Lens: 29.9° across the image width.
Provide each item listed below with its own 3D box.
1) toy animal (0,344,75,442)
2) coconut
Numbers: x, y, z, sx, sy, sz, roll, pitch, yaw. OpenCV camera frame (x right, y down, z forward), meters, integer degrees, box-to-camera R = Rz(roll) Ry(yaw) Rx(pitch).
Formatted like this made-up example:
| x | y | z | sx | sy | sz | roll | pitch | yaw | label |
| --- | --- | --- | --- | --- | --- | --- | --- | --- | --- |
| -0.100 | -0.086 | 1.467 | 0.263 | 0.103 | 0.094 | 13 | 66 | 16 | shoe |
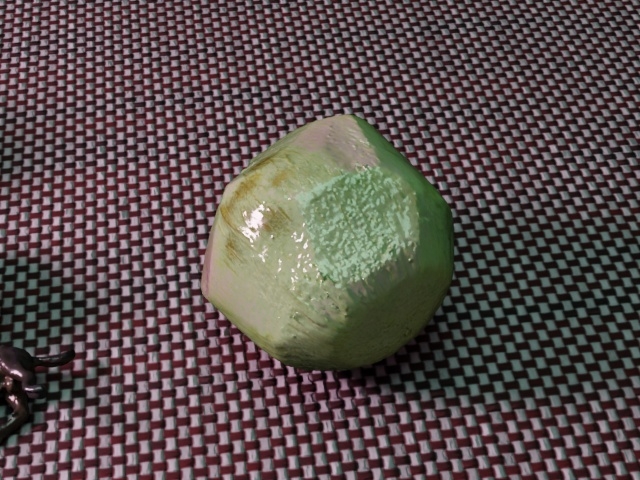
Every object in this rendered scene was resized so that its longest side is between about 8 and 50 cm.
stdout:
| x | y | z | sx | sy | sz | roll | pitch | yaw | label |
| --- | --- | --- | --- | --- | --- | --- | --- | --- | --- |
| -0.411 | 0.170 | 1.436 | 0.233 | 0.084 | 0.148 | -12 | 43 | -8 | toy animal |
| 0.000 | 0.000 | 1.487 | 0.329 | 0.281 | 0.328 | -12 | 65 | 27 | coconut |
